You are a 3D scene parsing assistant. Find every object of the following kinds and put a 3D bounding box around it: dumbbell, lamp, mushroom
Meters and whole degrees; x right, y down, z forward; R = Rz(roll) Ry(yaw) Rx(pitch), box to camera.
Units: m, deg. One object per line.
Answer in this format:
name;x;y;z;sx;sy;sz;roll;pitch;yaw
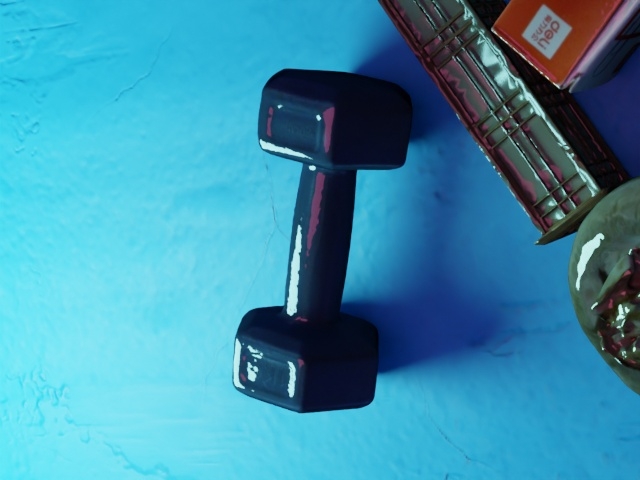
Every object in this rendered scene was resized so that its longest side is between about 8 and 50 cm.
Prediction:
dumbbell;0.000;0.000;1.565;0.144;0.160;0.325;34;120;57
lamp;0.154;-0.153;1.474;0.090;0.089;0.325;-40;77;32
mushroom;0.310;0.051;1.355;0.226;0.178;0.226;16;124;26

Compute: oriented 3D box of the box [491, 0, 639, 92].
box;0.251;-0.224;1.374;0.099;0.133;0.182;43;116;16
